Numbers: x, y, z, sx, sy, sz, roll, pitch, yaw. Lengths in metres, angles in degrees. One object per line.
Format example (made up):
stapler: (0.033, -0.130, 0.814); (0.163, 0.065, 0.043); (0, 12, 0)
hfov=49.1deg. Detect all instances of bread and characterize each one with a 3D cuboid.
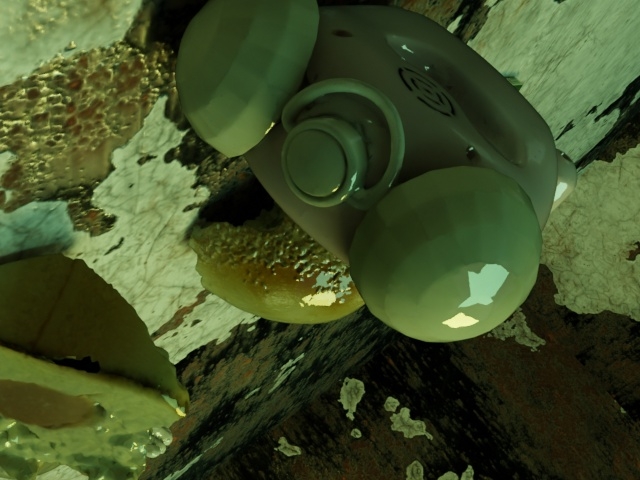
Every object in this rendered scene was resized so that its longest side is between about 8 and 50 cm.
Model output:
bread: (-0.281, 0.138, 0.668); (0.211, 0.224, 0.183); (-9, 140, -45)
bread: (0.000, 0.005, 0.926); (0.314, 0.192, 0.171); (-27, 160, -35)

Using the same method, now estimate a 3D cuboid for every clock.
clock: (0.065, -0.083, 0.626); (0.184, 0.342, 0.326); (-57, 164, 28)

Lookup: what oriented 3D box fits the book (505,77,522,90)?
book: (0.222, -0.189, 1.180); (0.264, 0.027, 0.202); (-19, 154, -51)

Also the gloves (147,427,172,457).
gloves: (-0.312, 0.326, 1.243); (0.119, 0.097, 0.229); (-33, 157, -5)

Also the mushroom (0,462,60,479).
mushroom: (-0.387, 0.265, 0.944); (0.096, 0.108, 0.247); (0, 162, 9)
